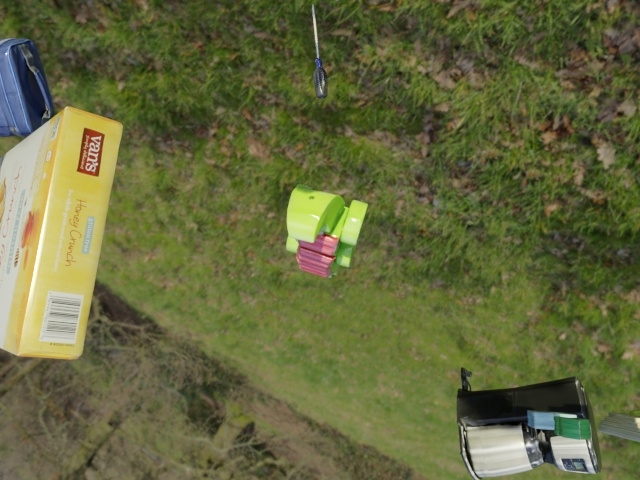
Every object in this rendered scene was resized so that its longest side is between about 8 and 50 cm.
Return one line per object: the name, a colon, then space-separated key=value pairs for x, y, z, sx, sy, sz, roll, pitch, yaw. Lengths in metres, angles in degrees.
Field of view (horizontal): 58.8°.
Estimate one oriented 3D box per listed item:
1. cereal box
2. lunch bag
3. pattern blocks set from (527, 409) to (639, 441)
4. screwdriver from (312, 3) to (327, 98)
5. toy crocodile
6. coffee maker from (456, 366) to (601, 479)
cereal box: x=-0.243 y=0.001 z=0.475 sx=0.047 sy=0.173 sz=0.240 roll=13 pitch=168 yaw=-39
lunch bag: x=-0.302 y=-0.145 z=0.556 sx=0.065 sy=0.067 sz=0.098 roll=-4 pitch=117 yaw=3
pattern blocks set: x=0.383 y=0.183 z=0.550 sx=0.325 sy=0.026 sz=0.285 roll=2 pitch=166 yaw=1
screwdriver: x=-0.008 y=-0.332 z=0.994 sx=0.024 sy=0.025 sz=0.169 roll=-10 pitch=88 yaw=51
toy crocodile: x=0.000 y=0.000 z=0.901 sx=0.115 sy=0.105 sz=0.340 roll=18 pitch=162 yaw=4
coffee maker: x=0.296 y=0.253 z=0.823 sx=0.178 sy=0.171 sz=0.120 roll=-15 pitch=153 yaw=23
